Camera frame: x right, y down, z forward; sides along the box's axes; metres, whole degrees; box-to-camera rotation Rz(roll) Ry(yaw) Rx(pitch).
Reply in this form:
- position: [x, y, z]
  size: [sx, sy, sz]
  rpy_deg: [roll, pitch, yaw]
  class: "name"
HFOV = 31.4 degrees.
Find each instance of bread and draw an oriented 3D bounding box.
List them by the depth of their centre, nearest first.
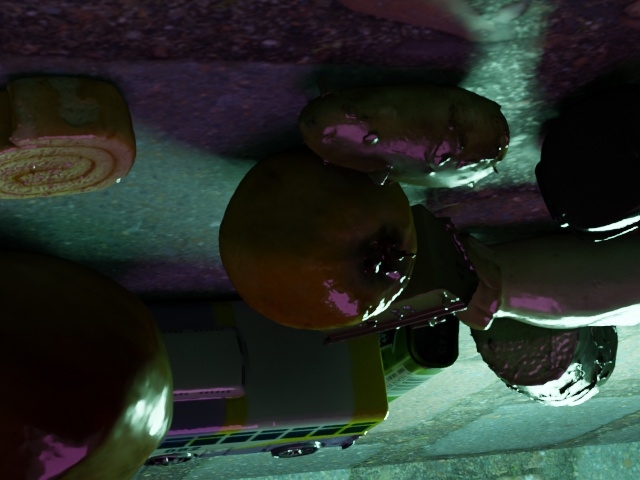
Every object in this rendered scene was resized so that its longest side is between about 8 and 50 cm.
- position: [-0.242, -0.095, 1.016]
  size: [0.149, 0.073, 0.122]
  rpy_deg: [-5, 155, -15]
  class: "bread"

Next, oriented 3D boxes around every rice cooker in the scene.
- position: [0.310, -0.082, 1.173]
  size: [0.118, 0.142, 0.203]
  rpy_deg: [-11, 167, -31]
  class: "rice cooker"

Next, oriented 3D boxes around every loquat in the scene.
- position: [0.000, 0.000, 1.172]
  size: [0.234, 0.187, 0.176]
  rpy_deg: [11, 179, 37]
  class: "loquat"

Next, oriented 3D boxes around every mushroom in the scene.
- position: [0.365, 0.054, 1.575]
  size: [0.407, 0.138, 0.154]
  rpy_deg: [0, 170, -15]
  class: "mushroom"

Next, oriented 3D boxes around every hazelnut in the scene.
- position: [-0.349, 0.175, 1.348]
  size: [0.365, 0.366, 0.366]
  rpy_deg: [-8, 160, -3]
  class: "hazelnut"

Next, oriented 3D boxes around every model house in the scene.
- position: [0.098, 0.043, 1.361]
  size: [0.180, 0.176, 0.248]
  rpy_deg: [-16, 154, 21]
  class: "model house"

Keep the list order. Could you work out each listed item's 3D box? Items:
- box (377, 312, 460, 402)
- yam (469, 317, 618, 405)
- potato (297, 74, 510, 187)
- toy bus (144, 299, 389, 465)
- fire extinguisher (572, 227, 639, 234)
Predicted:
- position: [0.110, 0.190, 1.847]
  size: [0.097, 0.134, 0.345]
  rpy_deg: [4, 156, -21]
  class: "box"
- position: [0.352, 0.154, 1.779]
  size: [0.202, 0.201, 0.271]
  rpy_deg: [-16, 152, 18]
  class: "yam"
- position: [0.081, -0.102, 1.090]
  size: [0.225, 0.090, 0.117]
  rpy_deg: [6, 141, -27]
  class: "potato"
- position: [-0.141, 0.206, 1.670]
  size: [0.439, 0.209, 0.249]
  rpy_deg: [-1, 159, -20]
  class: "toy bus"
- position: [0.393, -0.029, 1.497]
  size: [0.132, 0.039, 0.056]
  rpy_deg: [5, 123, -32]
  class: "fire extinguisher"
